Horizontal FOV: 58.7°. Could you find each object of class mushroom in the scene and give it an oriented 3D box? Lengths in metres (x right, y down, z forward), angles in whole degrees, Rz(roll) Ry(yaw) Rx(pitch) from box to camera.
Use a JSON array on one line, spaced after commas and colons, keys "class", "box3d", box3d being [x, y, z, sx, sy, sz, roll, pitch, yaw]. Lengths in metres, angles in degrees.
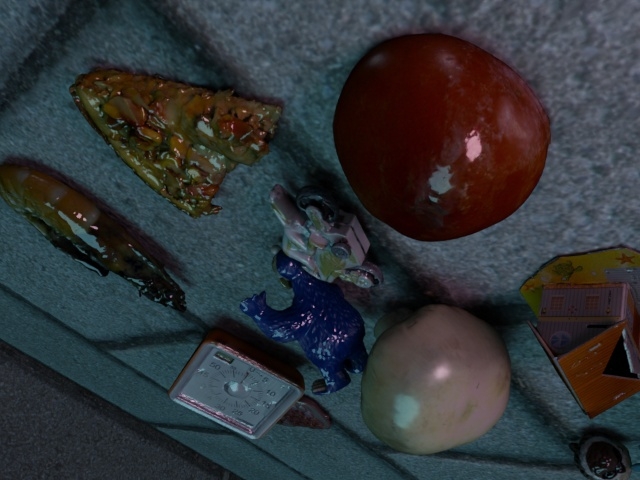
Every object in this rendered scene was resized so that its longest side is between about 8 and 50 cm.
[{"class": "mushroom", "box3d": [0.164, 0.204, 0.908, 0.234, 0.254, 0.260, 43, 167, 50]}]

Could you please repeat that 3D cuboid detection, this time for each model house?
[{"class": "model house", "box3d": [0.357, 0.129, 0.739, 0.207, 0.136, 0.219, -5, 139, 39]}]

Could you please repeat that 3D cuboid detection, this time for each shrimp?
[{"class": "shrimp", "box3d": [-0.452, 0.014, 1.130, 0.445, 0.085, 0.272, 39, 150, -19]}]

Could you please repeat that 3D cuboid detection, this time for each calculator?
[{"class": "calculator", "box3d": [-0.120, 0.480, 1.637, 0.330, 0.048, 0.220, 1, 140, 27]}]

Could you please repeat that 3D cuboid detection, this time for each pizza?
[{"class": "pizza", "box3d": [-0.177, -0.111, 0.783, 0.288, 0.074, 0.251, 14, 149, 17]}]

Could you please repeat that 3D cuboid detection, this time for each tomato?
[{"class": "tomato", "box3d": [0.116, -0.080, 0.580, 0.233, 0.139, 0.200, 37, 139, -20]}]

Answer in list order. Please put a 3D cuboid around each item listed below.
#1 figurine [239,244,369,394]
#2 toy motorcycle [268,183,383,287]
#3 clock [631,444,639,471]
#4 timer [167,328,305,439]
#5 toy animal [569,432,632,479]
[{"class": "figurine", "box3d": [-0.002, 0.121, 0.932, 0.121, 0.164, 0.262, -19, 116, 39]}, {"class": "toy motorcycle", "box3d": [0.000, 0.000, 0.834, 0.151, 0.074, 0.228, 2, 145, 35]}, {"class": "clock", "box3d": [0.681, 0.385, 0.955, 0.274, 0.094, 0.223, 9, 145, 25]}, {"class": "timer", "box3d": [-0.189, 0.323, 1.349, 0.257, 0.161, 0.250, 31, 139, -11]}, {"class": "toy animal", "box3d": [0.524, 0.414, 1.100, 0.098, 0.098, 0.137, 43, 164, -29]}]
